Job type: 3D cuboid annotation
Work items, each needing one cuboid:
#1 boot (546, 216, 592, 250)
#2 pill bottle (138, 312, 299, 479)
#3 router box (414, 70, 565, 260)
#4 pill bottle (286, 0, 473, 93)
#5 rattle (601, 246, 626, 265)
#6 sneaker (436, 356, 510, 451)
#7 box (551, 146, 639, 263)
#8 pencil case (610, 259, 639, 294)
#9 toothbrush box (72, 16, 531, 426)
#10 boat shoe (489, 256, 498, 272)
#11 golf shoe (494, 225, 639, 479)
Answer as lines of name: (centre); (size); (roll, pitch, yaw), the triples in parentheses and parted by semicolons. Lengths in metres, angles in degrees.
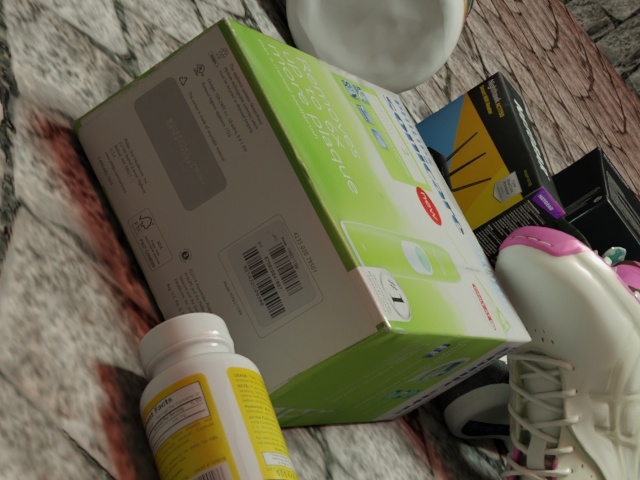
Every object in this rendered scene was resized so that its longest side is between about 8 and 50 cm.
boot: (0.278, 0.034, 1.765); (0.137, 0.077, 0.198); (46, 21, -46)
pill bottle: (-0.052, 0.096, 0.789); (0.065, 0.065, 0.116); (32, 31, -54)
router box: (0.134, -0.056, 1.431); (0.046, 0.133, 0.179); (45, 21, -35)
pill bottle: (0.066, -0.243, 1.524); (0.162, 0.162, 0.278); (54, 18, -10)
rattle: (0.316, 0.080, 1.712); (0.200, 0.143, 0.130); (15, 84, -38)
sneaker: (0.149, 0.101, 1.289); (0.217, 0.079, 0.121); (25, 38, -57)
box: (0.384, 0.037, 1.984); (0.261, 0.103, 0.184); (52, 21, -15)
pencil case: (0.237, 0.071, 1.451); (0.098, 0.095, 0.209); (33, 28, 34)
toothbrush box: (0.000, 0.000, 1.003); (0.206, 0.122, 0.283); (63, 17, 16)
boat shoe: (0.184, 0.037, 1.521); (0.226, 0.083, 0.076); (38, 37, -21)
golf shoe: (0.182, 0.133, 1.150); (0.140, 0.115, 0.306); (-46, 126, -33)
